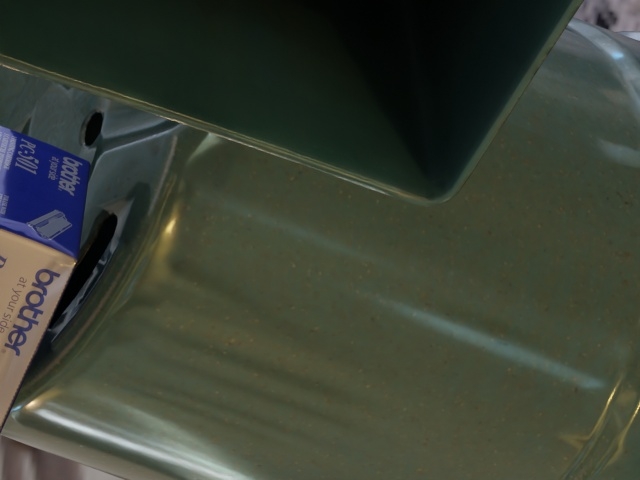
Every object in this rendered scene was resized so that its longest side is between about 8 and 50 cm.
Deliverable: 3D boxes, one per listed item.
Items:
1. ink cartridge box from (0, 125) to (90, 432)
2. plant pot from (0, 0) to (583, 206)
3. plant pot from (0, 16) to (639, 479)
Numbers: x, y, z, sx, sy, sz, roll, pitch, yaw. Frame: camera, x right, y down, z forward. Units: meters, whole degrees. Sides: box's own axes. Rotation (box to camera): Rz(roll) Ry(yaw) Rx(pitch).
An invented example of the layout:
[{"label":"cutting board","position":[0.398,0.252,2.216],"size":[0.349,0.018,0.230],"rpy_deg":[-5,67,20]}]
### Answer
[{"label":"ink cartridge box","position":[-0.147,0.067,0.671],"size":[0.097,0.046,0.207],"rpy_deg":[-99,-146,-66]},{"label":"plant pot","position":[-0.007,-0.166,0.553],"size":[0.234,0.166,0.165],"rpy_deg":[-94,-152,-48]},{"label":"plant pot","position":[0.000,0.000,0.859],"size":[0.341,0.334,0.341],"rpy_deg":[-29,-129,42]}]
